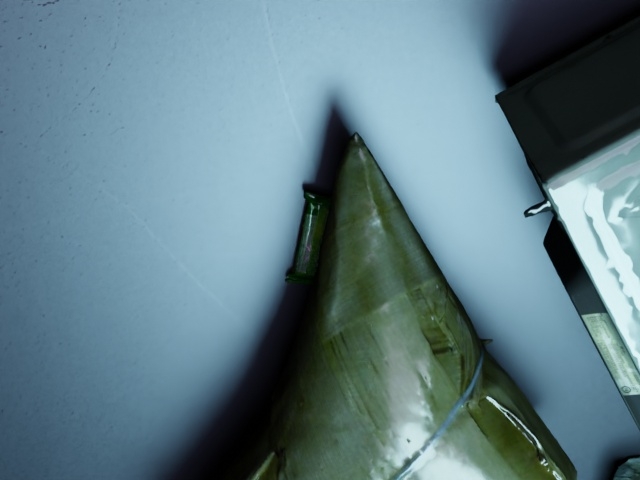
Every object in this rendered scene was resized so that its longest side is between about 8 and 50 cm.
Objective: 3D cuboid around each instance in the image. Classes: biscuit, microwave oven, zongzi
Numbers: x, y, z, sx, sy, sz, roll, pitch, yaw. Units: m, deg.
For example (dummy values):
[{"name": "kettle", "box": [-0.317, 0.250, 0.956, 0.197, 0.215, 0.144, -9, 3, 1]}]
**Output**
[{"name": "biscuit", "box": [0.000, 0.000, 1.584, 0.046, 0.016, 0.089, 8, 113, -10]}, {"name": "microwave oven", "box": [0.337, -0.010, 1.518, 0.286, 0.218, 0.355, -29, 116, 7]}, {"name": "zongzi", "box": [-0.015, 0.148, 1.578, 0.356, 0.174, 0.393, -28, 106, 12]}]

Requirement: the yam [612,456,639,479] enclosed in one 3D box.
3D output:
[{"name": "yam", "box": [0.296, 0.333, 1.741, 0.093, 0.093, 0.259, 5, 114, -11]}]
